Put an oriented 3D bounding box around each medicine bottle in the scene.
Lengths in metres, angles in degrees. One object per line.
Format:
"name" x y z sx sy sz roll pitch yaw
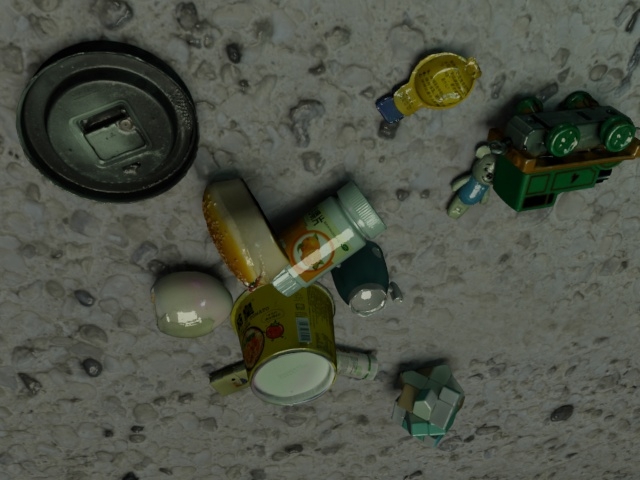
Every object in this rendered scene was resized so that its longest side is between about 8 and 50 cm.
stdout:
"medicine bottle" 0.000 0.000 1.646 0.318 0.158 0.158 -37 129 8
"medicine bottle" 0.089 0.402 2.096 0.183 0.086 0.086 15 126 -24

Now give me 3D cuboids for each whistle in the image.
"whistle" 0.411 -0.144 1.695 0.113 0.077 0.236 24 126 -11

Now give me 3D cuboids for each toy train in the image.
"toy train" 0.591 -0.209 1.571 0.429 0.178 0.249 -9 127 -17

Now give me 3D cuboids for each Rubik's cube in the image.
"Rubik's cube" 0.357 0.547 2.171 0.265 0.224 0.213 -39 147 -37

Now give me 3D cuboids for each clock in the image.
"clock" -0.459 -0.251 1.413 0.386 0.076 0.386 -6 132 -7

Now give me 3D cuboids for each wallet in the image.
"wallet" -0.276 0.450 2.092 0.155 0.039 0.110 -23 135 9

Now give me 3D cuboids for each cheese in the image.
"cheese" 0.248 -0.351 1.485 0.250 0.064 0.156 -24 131 22

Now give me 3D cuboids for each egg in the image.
"egg" -0.345 0.172 1.740 0.217 0.183 0.183 -9 133 -18

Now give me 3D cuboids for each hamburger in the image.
"hamburger" -0.190 -0.018 1.533 0.151 0.295 0.227 -27 135 -2

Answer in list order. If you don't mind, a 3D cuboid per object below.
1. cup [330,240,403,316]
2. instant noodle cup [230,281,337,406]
"cup" 0.118 0.115 1.792 0.299 0.173 0.167 25 120 -29
"instant noodle cup" -0.092 0.304 1.860 0.325 0.254 0.326 -7 132 -8
